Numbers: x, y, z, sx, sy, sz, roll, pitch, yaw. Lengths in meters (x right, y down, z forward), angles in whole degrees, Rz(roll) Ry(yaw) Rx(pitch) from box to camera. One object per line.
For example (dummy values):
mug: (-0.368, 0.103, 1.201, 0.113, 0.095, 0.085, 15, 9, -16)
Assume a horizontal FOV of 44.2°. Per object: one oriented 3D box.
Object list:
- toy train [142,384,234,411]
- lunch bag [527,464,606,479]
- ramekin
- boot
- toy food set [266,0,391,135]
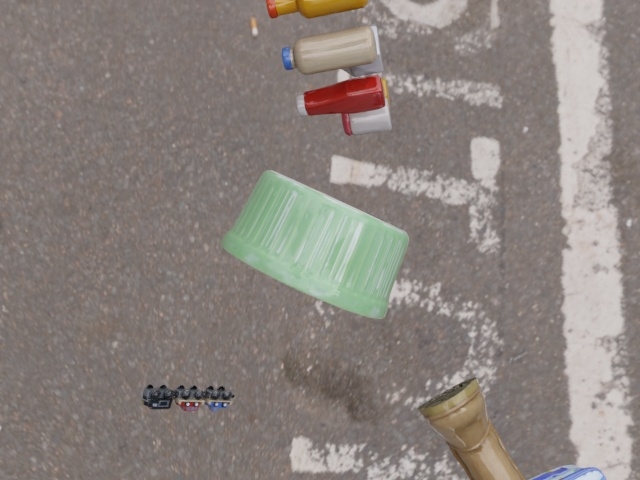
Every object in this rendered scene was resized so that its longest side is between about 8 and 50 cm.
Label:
toy train: (-0.188, 0.229, 1.133, 0.027, 0.158, 0.036, 20, 95, 45)
lunch bag: (0.369, 0.461, 1.245, 0.218, 0.090, 0.176, -16, 85, -18)
ramekin: (0.000, 0.000, 1.321, 0.303, 0.303, 0.148, 25, 93, 5)
boot: (0.241, 0.322, 1.065, 0.089, 0.236, 0.270, -31, 76, 7)
toy food set: (0.017, -0.191, 0.894, 0.104, 0.232, 0.111, -8, 70, 8)
